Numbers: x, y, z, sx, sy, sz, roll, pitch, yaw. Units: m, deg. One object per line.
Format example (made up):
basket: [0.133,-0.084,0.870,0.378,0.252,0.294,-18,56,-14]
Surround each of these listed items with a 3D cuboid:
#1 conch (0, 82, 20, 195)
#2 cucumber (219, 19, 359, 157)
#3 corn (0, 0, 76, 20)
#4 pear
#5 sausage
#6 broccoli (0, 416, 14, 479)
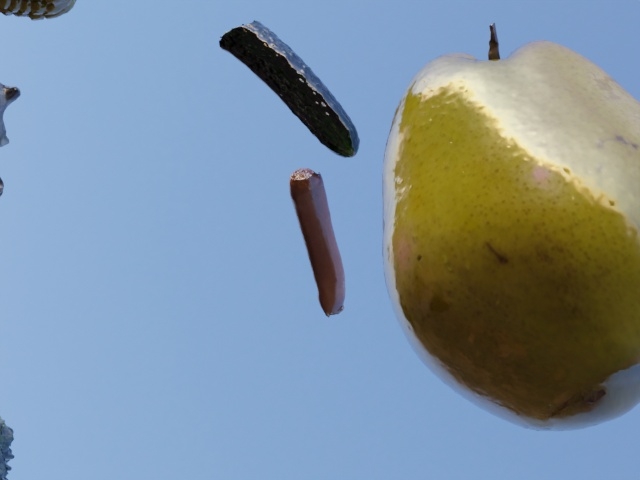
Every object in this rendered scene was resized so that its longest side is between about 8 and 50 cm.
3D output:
conch: [-0.457,-0.119,1.658,0.186,0.240,0.313,80,-7,-58]
cucumber: [-0.028,-0.174,1.656,0.058,0.052,0.215,-45,-108,3]
corn: [-0.384,-0.281,1.305,0.131,0.344,0.131,-173,-90,-78]
pear: [0.181,-0.007,1.204,0.336,0.285,0.285,51,-42,-1]
sausage: [-0.001,0.000,1.652,0.047,0.040,0.177,-102,179,-68]
broccoli: [-0.532,0.334,1.779,0.280,0.293,0.348,24,-27,-12]
